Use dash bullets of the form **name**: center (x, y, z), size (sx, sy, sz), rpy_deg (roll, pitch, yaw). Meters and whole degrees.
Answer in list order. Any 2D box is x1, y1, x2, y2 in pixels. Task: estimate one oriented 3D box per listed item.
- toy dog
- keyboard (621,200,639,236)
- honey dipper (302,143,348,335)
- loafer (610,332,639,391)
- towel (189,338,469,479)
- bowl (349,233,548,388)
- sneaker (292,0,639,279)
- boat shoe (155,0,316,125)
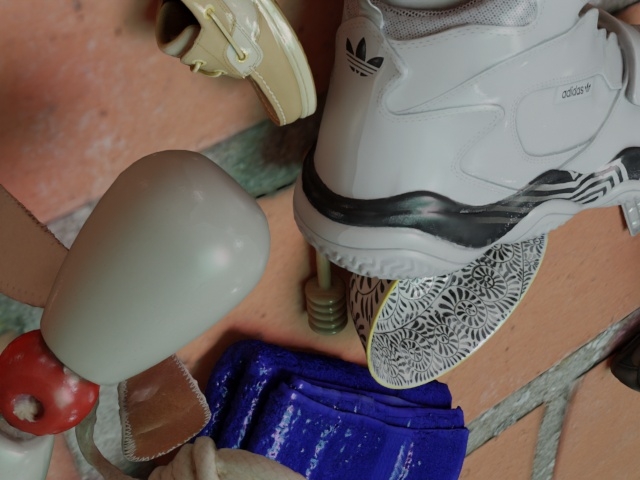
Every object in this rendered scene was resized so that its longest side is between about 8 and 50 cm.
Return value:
- **toy dog**: center (-0.148, 0.085, 0.495), size (0.333, 0.161, 0.220), rpy_deg (-21, 104, 13)
- **keyboard**: center (0.393, -0.100, 0.965), size (0.256, 0.014, 0.072), rpy_deg (-38, 144, -1)
- **honey dipper**: center (0.000, 0.000, 0.684), size (0.030, 0.030, 0.161), rpy_deg (-28, 136, -23)
- **loafer**: center (0.447, 0.080, 1.180), size (0.267, 0.084, 0.096), rpy_deg (-38, 112, -17)
- **towel**: center (0.010, 0.206, 0.785), size (0.308, 0.076, 0.228), rpy_deg (22, 82, -53)
- **bowl**: center (0.077, 0.018, 0.729), size (0.170, 0.080, 0.170), rpy_deg (-27, 141, -24)
- **sneaker**: center (0.146, -0.125, 0.612), size (0.365, 0.137, 0.210), rpy_deg (-23, 136, -32)
- **boat shoe**: center (-0.057, -0.113, 0.492), size (0.059, 0.063, 0.170), rpy_deg (-39, 134, -6)
